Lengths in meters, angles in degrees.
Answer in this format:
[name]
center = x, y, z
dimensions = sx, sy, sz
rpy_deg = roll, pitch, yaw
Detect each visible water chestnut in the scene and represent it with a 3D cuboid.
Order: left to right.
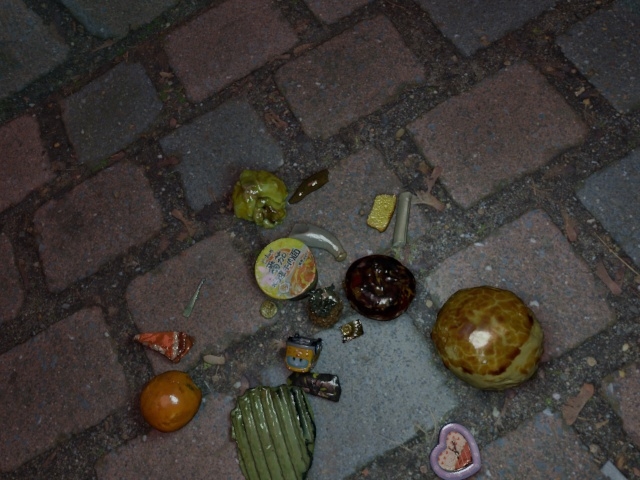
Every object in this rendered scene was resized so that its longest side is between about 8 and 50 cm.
[water chestnut]
center = 0.233, 0.179, 1.666
dimensions = 0.300, 0.300, 0.299
rpy_deg = -3, 72, 9

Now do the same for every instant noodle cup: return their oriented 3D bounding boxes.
[instant noodle cup]
center = -0.130, 0.141, 1.779
dimensions = 0.265, 0.200, 0.264
rpy_deg = -3, 72, 9

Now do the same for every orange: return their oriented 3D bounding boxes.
[orange]
center = -0.605, 0.648, 1.689
dimensions = 0.240, 0.240, 0.239
rpy_deg = -3, 72, 9

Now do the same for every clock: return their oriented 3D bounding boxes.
[clock]
center = 0.504, 0.786, 1.536
dimensions = 0.172, 0.064, 0.198
rpy_deg = 24, 79, 16

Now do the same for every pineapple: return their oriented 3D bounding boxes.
[pineapple]
center = 0.009, 0.253, 1.649
dimensions = 0.169, 0.340, 0.169
rpy_deg = -2, 73, 6

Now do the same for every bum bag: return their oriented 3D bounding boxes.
[bum bag]
center = -0.026, 0.584, 1.697
dimensions = 0.233, 0.060, 0.106
rpy_deg = 9, 76, 13

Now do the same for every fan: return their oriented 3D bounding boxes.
[fan]
center = -0.579, 0.263, 1.921
dimensions = 0.038, 0.016, 0.193
rpy_deg = 23, 79, 13

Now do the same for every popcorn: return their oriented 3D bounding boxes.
[popcorn]
center = -0.274, -0.179, 1.892
dimensions = 0.277, 0.225, 0.276
rpy_deg = -4, 72, 13

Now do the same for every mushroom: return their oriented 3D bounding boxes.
[mushroom]
center = 0.000, 0.000, 1.856
dimensions = 0.270, 0.103, 0.118
rpy_deg = 22, 77, 10

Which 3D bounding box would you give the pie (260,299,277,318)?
[pie]
center = -0.231, 0.305, 1.842
dimensions = 0.084, 0.021, 0.084
rpy_deg = -2, 77, 9

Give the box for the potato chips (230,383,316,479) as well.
[potato chips]
center = -0.182, 0.781, 1.639
dimensions = 0.359, 0.070, 0.429
rpy_deg = -22, 74, 11

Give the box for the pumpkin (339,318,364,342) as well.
[pumpkin]
center = 0.130, 0.380, 1.749
dimensions = 0.101, 0.035, 0.073
rpy_deg = -20, 82, 0

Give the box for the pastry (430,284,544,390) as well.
[pastry]
center = 0.595, 0.342, 1.510
dimensions = 0.389, 0.313, 0.388
rpy_deg = -11, 64, 23

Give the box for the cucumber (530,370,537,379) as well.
[cucumber]
center = 0.797, 0.418, 1.600
dimensions = 0.069, 0.069, 0.227
rpy_deg = -5, 75, 9

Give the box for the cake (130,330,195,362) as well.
[cake]
center = -0.705, 0.465, 1.836
dimensions = 0.288, 0.098, 0.135
rpy_deg = 1, 73, 10

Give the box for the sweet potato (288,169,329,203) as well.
[sweet potato]
center = -0.054, -0.253, 1.956
dimensions = 0.244, 0.077, 0.077
rpy_deg = -35, 70, -3

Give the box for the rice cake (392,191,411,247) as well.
[rice cake]
center = 0.362, -0.092, 1.842
dimensions = 0.057, 0.052, 0.256
rpy_deg = 6, 74, 15

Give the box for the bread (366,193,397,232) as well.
[bread]
center = 0.276, -0.126, 1.863
dimensions = 0.103, 0.065, 0.187
rpy_deg = 15, 78, 16

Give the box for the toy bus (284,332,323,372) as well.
[toy bus]
center = -0.070, 0.457, 1.673
dimensions = 0.126, 0.209, 0.136
rpy_deg = 9, 85, 12
